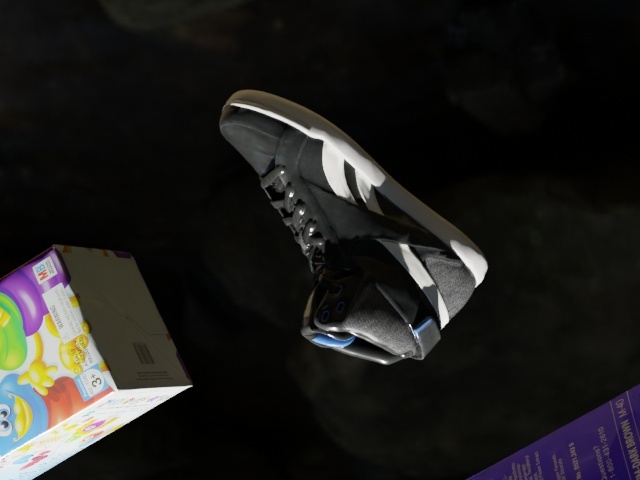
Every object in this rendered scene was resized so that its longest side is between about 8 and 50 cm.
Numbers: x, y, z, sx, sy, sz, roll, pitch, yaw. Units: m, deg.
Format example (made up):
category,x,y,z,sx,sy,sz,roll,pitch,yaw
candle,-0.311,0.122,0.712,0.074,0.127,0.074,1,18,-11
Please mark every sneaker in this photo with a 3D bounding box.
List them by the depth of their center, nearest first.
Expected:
category,x,y,z,sx,sy,sz,roll,pitch,yaw
sneaker,0.000,0.000,1.059,0.217,0.121,0.079,36,159,-2

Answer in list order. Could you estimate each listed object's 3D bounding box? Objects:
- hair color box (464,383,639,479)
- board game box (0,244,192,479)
category,x,y,z,sx,sy,sz,roll,pitch,yaw
hair color box,0.171,0.255,1.183,0.339,0.110,0.185,-34,130,24
board game box,-0.281,0.133,1.390,0.275,0.142,0.144,-31,166,17
